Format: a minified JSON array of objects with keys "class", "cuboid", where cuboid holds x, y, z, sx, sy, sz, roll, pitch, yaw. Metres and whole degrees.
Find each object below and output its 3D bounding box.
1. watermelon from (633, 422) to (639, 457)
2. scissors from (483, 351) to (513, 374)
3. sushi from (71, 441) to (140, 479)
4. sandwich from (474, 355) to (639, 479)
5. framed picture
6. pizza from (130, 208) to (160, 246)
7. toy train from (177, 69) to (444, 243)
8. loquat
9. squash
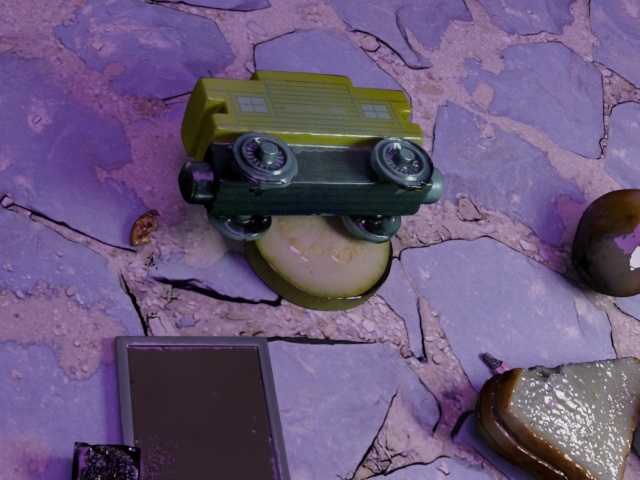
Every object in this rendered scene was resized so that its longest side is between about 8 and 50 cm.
[{"class":"watermelon","cuboid":[0.653,0.314,1.546,0.262,0.213,0.201,-8,61,-27]},{"class":"scissors","cuboid":[0.310,0.223,1.591,0.113,0.012,0.039,44,52,9]},{"class":"sushi","cuboid":[-0.274,0.307,1.244,0.083,0.056,0.084,1,56,-7]},{"class":"sandwich","cuboid":[0.386,0.251,1.537,0.254,0.099,0.288,37,51,-4]},{"class":"framed picture","cuboid":[-0.163,0.266,1.356,0.232,0.019,0.296,3,55,-22]},{"class":"pizza","cuboid":[-0.271,-0.020,1.511,0.037,0.016,0.083,33,49,-7]},{"class":"toy train","cuboid":[-0.020,-0.140,1.551,0.442,0.179,0.272,0,51,-26]},{"class":"loquat","cuboid":[0.544,0.007,1.743,0.179,0.179,0.227,34,53,2]},{"class":"squash","cuboid":[0.000,0.000,1.598,0.252,0.049,0.252,13,52,-17]}]
